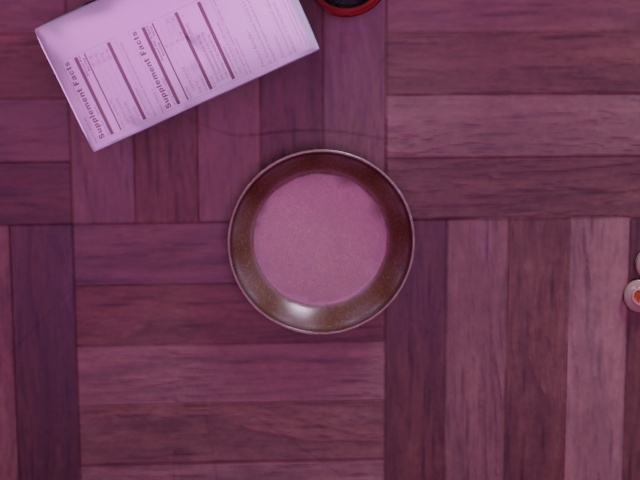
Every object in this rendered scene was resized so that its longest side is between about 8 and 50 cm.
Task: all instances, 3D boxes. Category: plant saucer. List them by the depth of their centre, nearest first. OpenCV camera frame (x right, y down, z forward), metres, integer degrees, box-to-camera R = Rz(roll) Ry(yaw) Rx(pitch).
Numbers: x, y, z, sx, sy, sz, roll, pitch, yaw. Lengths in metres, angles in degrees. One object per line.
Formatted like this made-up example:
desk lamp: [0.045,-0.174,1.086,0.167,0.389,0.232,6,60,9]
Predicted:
plant saucer: [0.000,0.000,1.603,0.198,0.036,0.198,-1,100,-3]

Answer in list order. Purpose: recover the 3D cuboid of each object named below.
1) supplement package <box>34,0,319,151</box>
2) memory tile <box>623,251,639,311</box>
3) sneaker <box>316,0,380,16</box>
supplement package: [-0.141,-0.204,1.507,0.244,0.139,0.134,-24,102,0]
memory tile: [0.412,0.043,1.648,0.148,0.012,0.113,19,98,-6]
sneaker: [-0.014,-0.349,1.494,0.098,0.135,0.276,-28,99,3]
